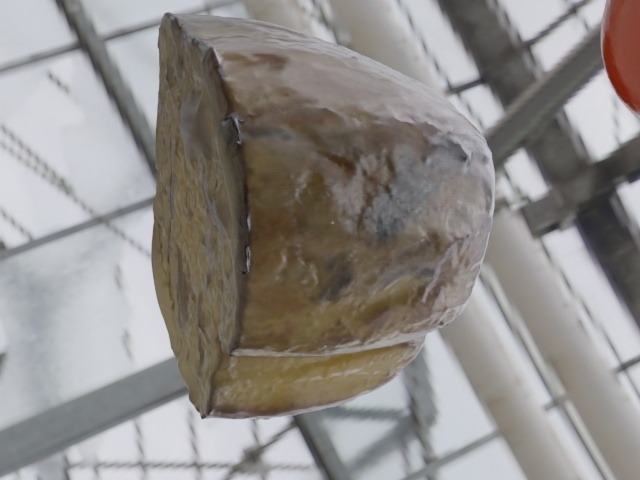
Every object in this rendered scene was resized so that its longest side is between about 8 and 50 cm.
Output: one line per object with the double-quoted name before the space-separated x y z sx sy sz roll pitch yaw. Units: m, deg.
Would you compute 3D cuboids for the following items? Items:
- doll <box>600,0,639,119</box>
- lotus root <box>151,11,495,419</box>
"doll" 0.225 -0.123 0.932 0.161 0.130 0.290 -38 -110 15
"lotus root" 0.000 0.000 1.297 0.316 0.250 0.316 -174 -90 -75
